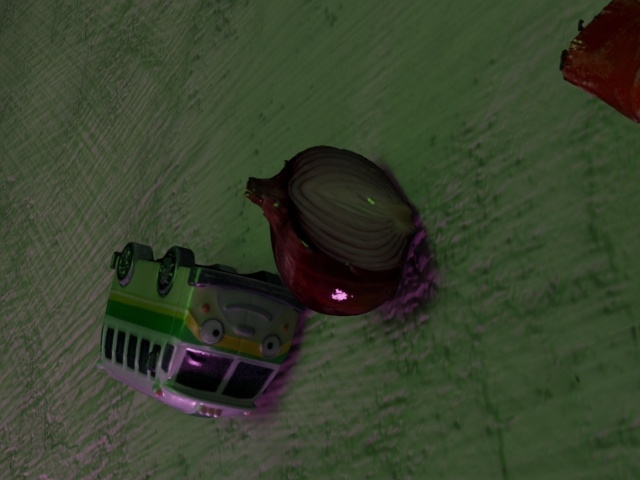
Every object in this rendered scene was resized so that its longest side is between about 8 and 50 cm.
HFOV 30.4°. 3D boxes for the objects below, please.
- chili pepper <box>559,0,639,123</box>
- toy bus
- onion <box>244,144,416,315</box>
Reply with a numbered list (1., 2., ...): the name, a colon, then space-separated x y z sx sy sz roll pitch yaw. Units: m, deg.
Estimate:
1. chili pepper: 0.216 -0.111 0.775 0.123 0.073 0.070 -126 14 -59
2. toy bus: -0.138 0.096 1.256 0.276 0.134 0.164 6 82 64
3. onion: 0.000 0.000 1.050 0.206 0.151 0.098 -88 11 -57
